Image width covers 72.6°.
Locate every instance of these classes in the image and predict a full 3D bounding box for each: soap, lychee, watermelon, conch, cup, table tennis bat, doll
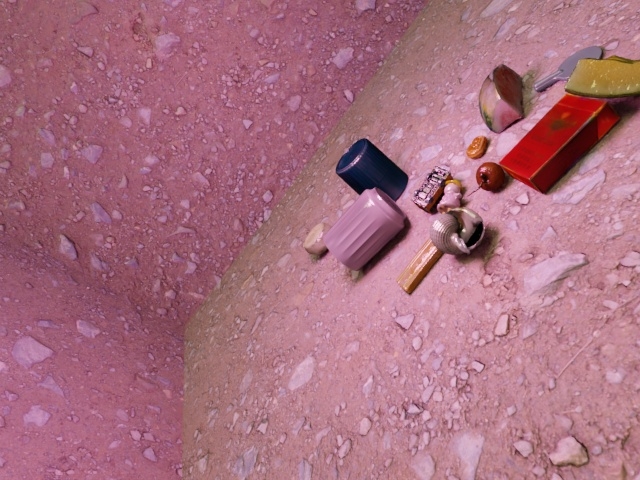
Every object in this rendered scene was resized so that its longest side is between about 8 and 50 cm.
[{"bbox_3d":[0.389,0.086,1.668,0.252,0.037,0.092,-52,22,5],"label":"soap"},{"bbox_3d":[0.612,-0.224,1.582,0.114,0.101,0.140,97,-160,-44],"label":"lychee"},{"bbox_3d":[0.750,-0.599,1.802,0.180,0.224,0.305,11,54,15],"label":"watermelon"},{"bbox_3d":[0.480,-0.015,1.522,0.172,0.131,0.200,-29,55,-1],"label":"conch"},{"bbox_3d":[0.213,-0.062,1.998,0.327,0.237,0.323,-47,-2,18],"label":"cup"},{"bbox_3d":[0.925,-0.640,1.639,0.244,0.040,0.153,-28,33,39],"label":"table tennis bat"},{"bbox_3d":[0.513,-0.165,1.719,0.129,0.081,0.207,-41,21,56],"label":"doll"},{"bbox_3d":[0.256,-0.355,2.185,0.242,0.292,0.308,-27,34,46],"label":"cup"}]

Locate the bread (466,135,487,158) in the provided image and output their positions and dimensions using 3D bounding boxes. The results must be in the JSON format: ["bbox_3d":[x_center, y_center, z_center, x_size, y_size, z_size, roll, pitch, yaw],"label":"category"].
[{"bbox_3d":[0.648,-0.386,1.808,0.083,0.044,0.111,-18,41,59],"label":"bread"}]

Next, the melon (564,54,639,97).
[{"bbox_3d":[0.920,-0.486,1.282,0.323,0.124,0.196,15,37,40],"label":"melon"}]

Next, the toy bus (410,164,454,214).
[{"bbox_3d":[0.474,-0.210,1.819,0.091,0.103,0.182,37,93,42],"label":"toy bus"}]

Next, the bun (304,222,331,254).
[{"bbox_3d":[0.000,0.000,2.416,0.195,0.118,0.195,-44,19,20],"label":"bun"}]

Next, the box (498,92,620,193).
[{"bbox_3d":[0.770,-0.321,1.432,0.313,0.089,0.197,-49,22,14],"label":"box"}]
